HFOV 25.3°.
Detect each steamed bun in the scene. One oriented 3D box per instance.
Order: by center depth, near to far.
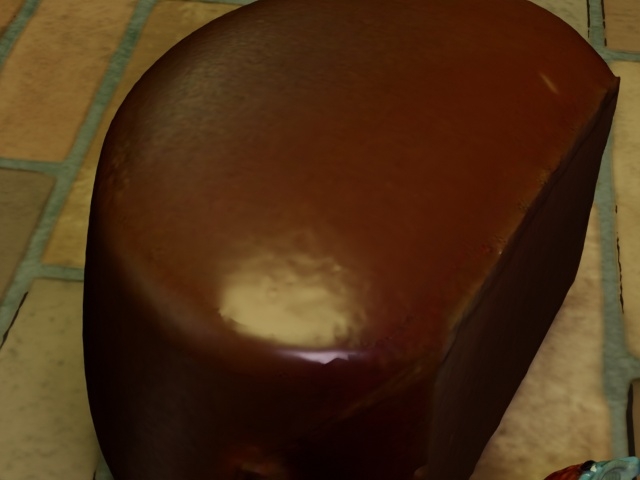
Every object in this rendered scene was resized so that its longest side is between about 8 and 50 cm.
[{"bbox_3d":[0.000,0.000,0.816,0.248,0.235,0.379,21,42,18],"label":"steamed bun"}]

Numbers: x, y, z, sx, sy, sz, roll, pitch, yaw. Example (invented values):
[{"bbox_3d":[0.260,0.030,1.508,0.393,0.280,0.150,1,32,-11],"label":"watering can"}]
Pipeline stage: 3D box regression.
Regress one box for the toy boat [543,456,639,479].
[{"bbox_3d":[0.136,0.174,0.735,0.059,0.069,0.173,1,36,22],"label":"toy boat"}]
